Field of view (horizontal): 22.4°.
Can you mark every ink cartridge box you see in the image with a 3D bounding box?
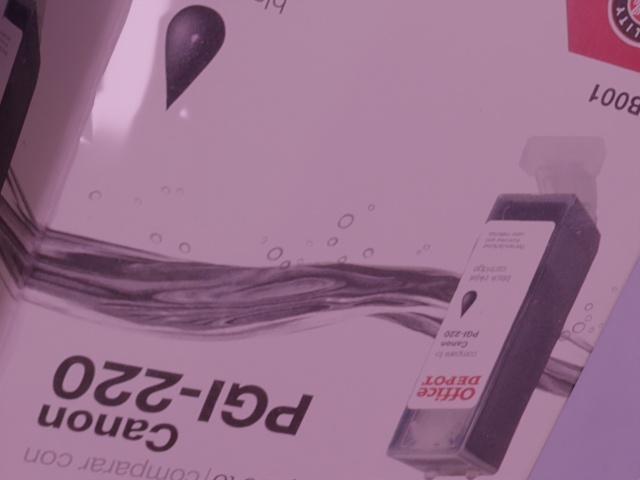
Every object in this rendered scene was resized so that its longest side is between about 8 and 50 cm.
[{"bbox_3d":[-0.007,-0.014,0.400,0.158,0.092,0.218,11,114,-29],"label":"ink cartridge box"}]

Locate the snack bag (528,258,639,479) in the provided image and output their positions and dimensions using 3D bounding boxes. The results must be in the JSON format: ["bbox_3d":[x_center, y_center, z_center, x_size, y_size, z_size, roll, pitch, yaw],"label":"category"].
[{"bbox_3d":[0.000,0.000,0.490,0.342,0.037,0.323,6,115,-27],"label":"snack bag"}]
